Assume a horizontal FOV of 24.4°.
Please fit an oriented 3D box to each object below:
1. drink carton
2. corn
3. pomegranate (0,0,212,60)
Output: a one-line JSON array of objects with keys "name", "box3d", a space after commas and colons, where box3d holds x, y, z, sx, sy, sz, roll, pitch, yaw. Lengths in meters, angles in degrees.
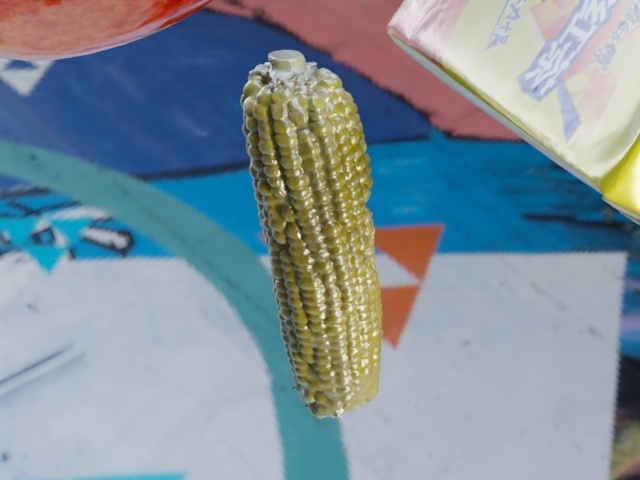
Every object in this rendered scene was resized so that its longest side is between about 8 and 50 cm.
[{"name": "drink carton", "box3d": [0.168, -0.119, 0.862, 0.155, 0.111, 0.351, -56, -157, 9]}, {"name": "corn", "box3d": [0.000, 0.000, 1.069, 0.086, 0.086, 0.288, 20, -52, 44]}, {"name": "pomegranate", "box3d": [-0.111, -0.169, 0.464, 0.256, 0.221, 0.221, 20, -51, 21]}]
